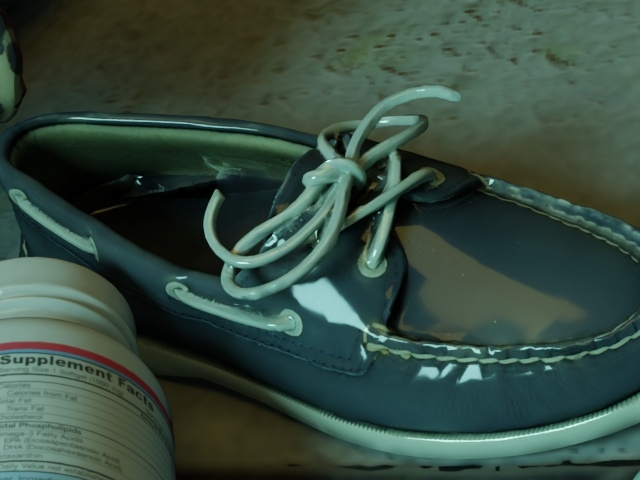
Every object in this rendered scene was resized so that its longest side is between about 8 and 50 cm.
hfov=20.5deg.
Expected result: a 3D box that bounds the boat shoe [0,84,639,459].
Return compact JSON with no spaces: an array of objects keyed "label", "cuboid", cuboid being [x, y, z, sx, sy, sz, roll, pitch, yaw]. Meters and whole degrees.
[{"label":"boat shoe","cuboid":[0.000,0.000,0.566,0.254,0.079,0.095,13,51,37]}]

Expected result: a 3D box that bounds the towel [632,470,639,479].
[{"label":"towel","cuboid":[0.198,0.054,0.286,0.320,0.090,0.374,-9,26,48]}]

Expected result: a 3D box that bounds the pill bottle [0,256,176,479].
[{"label":"pill bottle","cuboid":[-0.084,0.079,0.509,0.087,0.087,0.160,-18,38,6]}]

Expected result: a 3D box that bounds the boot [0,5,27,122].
[{"label":"boot","cuboid":[-0.238,-0.050,0.570,0.284,0.138,0.377,-6,70,-19]}]
